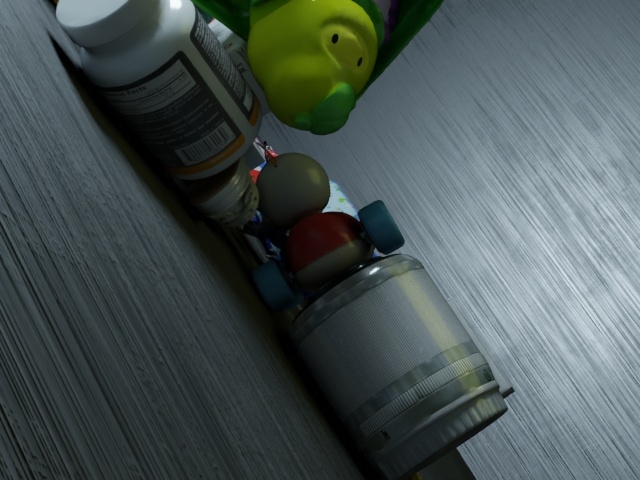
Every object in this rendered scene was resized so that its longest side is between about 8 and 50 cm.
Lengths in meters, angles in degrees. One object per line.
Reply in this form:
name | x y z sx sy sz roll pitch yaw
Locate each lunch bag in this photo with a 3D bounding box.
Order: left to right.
lunch bag | -0.025 -0.027 2.248 0.219 0.176 0.090 -123 -161 -60

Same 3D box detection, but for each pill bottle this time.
pill bottle | -0.202 -0.218 1.547 0.278 0.162 0.162 54 4 -43

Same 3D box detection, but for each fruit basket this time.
fruit basket | -0.005 -0.324 1.681 0.392 0.283 0.392 40 12 -10

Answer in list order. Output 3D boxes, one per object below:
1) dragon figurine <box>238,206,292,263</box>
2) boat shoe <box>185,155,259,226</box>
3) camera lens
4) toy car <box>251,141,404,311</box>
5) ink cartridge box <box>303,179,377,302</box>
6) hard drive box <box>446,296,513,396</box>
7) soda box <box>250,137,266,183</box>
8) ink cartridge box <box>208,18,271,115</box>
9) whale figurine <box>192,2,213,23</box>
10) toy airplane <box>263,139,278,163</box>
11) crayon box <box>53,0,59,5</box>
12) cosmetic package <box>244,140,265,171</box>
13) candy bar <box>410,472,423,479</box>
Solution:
dragon figurine | -0.036 0.005 2.015 0.144 0.085 0.289 18 -27 47
boat shoe | -0.127 -0.067 1.739 0.096 0.098 0.277 55 2 -11
camera lens | 0.104 0.173 1.703 0.274 0.219 0.219 57 3 14
toy car | -0.024 -0.047 1.830 0.238 0.219 0.210 61 4 5
ink cartridge box | 0.000 0.000 2.397 0.065 0.165 0.333 55 2 -27
hard drive box | 0.171 0.234 1.994 0.181 0.232 0.089 58 4 16
soda box | -0.152 -0.171 2.570 0.263 0.083 0.092 56 2 9
ink cartridge box | -0.144 -0.266 1.892 0.114 0.197 0.273 55 25 -21
whale figurine | -0.244 -0.436 1.818 0.272 0.141 0.216 55 3 -16
toy airplane | -0.072 -0.113 2.195 0.151 0.028 0.151 159 -90 -82
crayon box | -0.329 -0.356 1.767 0.203 0.083 0.323 56 2 1
cosmetic package | -0.204 -0.222 2.158 0.238 0.107 0.127 58 3 -36
candy bar | 0.156 0.393 2.089 0.161 0.018 0.040 58 0 38
